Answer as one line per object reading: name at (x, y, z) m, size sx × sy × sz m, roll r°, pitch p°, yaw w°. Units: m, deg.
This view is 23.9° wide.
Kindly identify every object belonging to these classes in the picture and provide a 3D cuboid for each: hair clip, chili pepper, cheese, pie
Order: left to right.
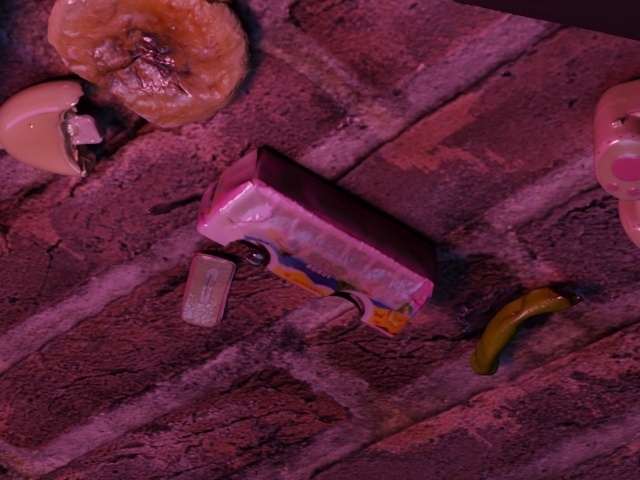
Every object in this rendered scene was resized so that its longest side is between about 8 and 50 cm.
cheese at (-0.343, -0.124, 1.690) m, size 0.235 × 0.049 × 0.127 m, roll 0°, pitch 136°, yaw 22°
pie at (-0.168, -0.210, 1.559) m, size 0.218 × 0.052 × 0.185 m, roll 32°, pitch 129°, yaw -25°
hair clip at (-0.139, 0.058, 1.867) m, size 0.054 × 0.022 × 0.137 m, roll 14°, pitch 138°, yaw -4°
chili pepper at (0.237, 0.101, 1.815) m, size 0.052 × 0.050 × 0.201 m, roll -12°, pitch 156°, yaw -35°

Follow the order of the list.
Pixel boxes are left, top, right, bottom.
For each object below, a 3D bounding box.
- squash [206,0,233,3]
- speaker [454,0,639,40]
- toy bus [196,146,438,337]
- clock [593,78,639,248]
squash at (-0.037, -0.327, 1.341) m, size 0.132 × 0.132 × 0.247 m, roll 35°, pitch 134°, yaw -24°
speaker at (0.250, -0.318, 1.253) m, size 0.232 × 0.184 × 0.254 m, roll 12°, pitch 140°, yaw -1°
toy bus at (0.000, 0.000, 1.725) m, size 0.274 × 0.090 × 0.112 m, roll 29°, pitch 129°, yaw -19°
clock at (0.446, -0.057, 1.550) m, size 0.284 × 0.114 × 0.309 m, roll -13°, pitch 134°, yaw 22°
